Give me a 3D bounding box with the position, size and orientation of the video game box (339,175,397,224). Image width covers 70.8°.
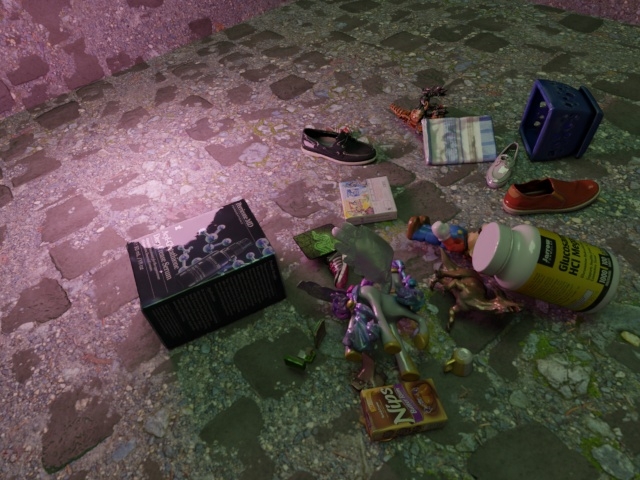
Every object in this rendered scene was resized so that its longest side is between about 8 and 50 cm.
[{"bbox_3d":[0.171,-0.147,1.657,0.187,0.048,0.205,-6,46,0],"label":"video game box"}]

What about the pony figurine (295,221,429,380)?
[{"bbox_3d":[0.138,0.162,1.234,0.351,0.303,0.363,23,39,-21],"label":"pony figurine"}]

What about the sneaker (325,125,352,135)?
[{"bbox_3d":[0.085,-0.485,1.995,0.118,0.042,0.067,34,63,24],"label":"sneaker"}]

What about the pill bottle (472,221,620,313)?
[{"bbox_3d":[0.601,0.066,1.225,0.334,0.188,0.188,17,48,-4],"label":"pill bottle"}]

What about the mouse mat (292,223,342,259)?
[{"bbox_3d":[0.000,0.000,1.532,0.152,0.007,0.190,-21,31,-12],"label":"mouse mat"}]

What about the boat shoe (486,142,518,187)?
[{"bbox_3d":[0.686,-0.291,1.698,0.083,0.076,0.226,19,52,24],"label":"boat shoe"}]

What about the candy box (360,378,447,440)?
[{"bbox_3d":[0.200,0.411,1.099,0.186,0.053,0.109,-8,45,-8],"label":"candy box"}]

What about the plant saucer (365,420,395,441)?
[{"bbox_3d":[0.153,0.451,1.109,0.083,0.013,0.083,-4,47,4],"label":"plant saucer"}]

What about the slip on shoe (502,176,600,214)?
[{"bbox_3d":[0.799,-0.165,1.545,0.331,0.101,0.123,-7,44,0],"label":"slip on shoe"}]

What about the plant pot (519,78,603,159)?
[{"bbox_3d":[0.919,-0.457,1.723,0.212,0.236,0.236,4,46,3],"label":"plant pot"}]

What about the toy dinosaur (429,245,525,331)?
[{"bbox_3d":[0.436,0.138,1.295,0.200,0.127,0.296,-11,42,-1],"label":"toy dinosaur"}]

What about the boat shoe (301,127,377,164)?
[{"bbox_3d":[0.071,-0.406,1.873,0.340,0.113,0.127,19,52,24],"label":"boat shoe"}]

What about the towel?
[{"bbox_3d":[0.552,-0.404,1.800,0.285,0.034,0.209,-2,73,6],"label":"towel"}]

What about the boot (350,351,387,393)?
[{"bbox_3d":[0.115,0.356,1.187,0.087,0.042,0.118,-34,50,-19],"label":"boot"}]

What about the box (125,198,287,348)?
[{"bbox_3d":[-0.348,0.093,1.390,0.395,0.212,0.293,-23,47,-14],"label":"box"}]

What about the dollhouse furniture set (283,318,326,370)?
[{"bbox_3d":[-0.040,0.286,1.253,0.058,0.076,0.152,15,51,21],"label":"dollhouse furniture set"}]

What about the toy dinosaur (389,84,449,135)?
[{"bbox_3d":[0.449,-0.545,1.938,0.322,0.164,0.218,34,74,9],"label":"toy dinosaur"}]

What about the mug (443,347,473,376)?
[{"bbox_3d":[0.365,0.317,1.172,0.062,0.064,0.078,27,56,29],"label":"mug"}]

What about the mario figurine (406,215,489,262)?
[{"bbox_3d":[0.448,-0.024,1.417,0.320,0.170,0.198,21,51,27],"label":"mario figurine"}]

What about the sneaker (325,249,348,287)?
[{"bbox_3d":[0.050,0.087,1.441,0.074,0.063,0.170,1,42,9],"label":"sneaker"}]
